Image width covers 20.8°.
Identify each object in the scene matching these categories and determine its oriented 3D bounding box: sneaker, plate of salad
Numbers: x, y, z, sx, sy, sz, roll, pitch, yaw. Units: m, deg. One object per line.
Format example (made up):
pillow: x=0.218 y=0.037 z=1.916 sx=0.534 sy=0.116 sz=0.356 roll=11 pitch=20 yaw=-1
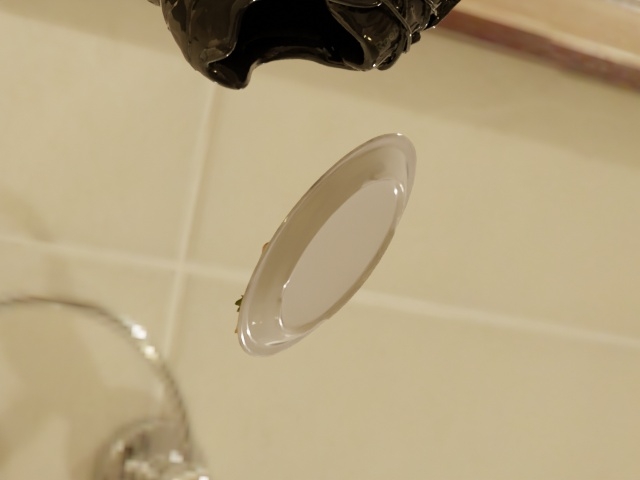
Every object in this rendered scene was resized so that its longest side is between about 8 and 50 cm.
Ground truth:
sneaker: x=0.043 y=-0.159 z=0.995 sx=0.109 sy=0.286 sz=0.130 roll=70 pitch=-2 yaw=-50
plate of salad: x=0.000 y=0.000 z=1.299 sx=0.048 sy=0.200 sz=0.200 roll=36 pitch=-66 yaw=22
